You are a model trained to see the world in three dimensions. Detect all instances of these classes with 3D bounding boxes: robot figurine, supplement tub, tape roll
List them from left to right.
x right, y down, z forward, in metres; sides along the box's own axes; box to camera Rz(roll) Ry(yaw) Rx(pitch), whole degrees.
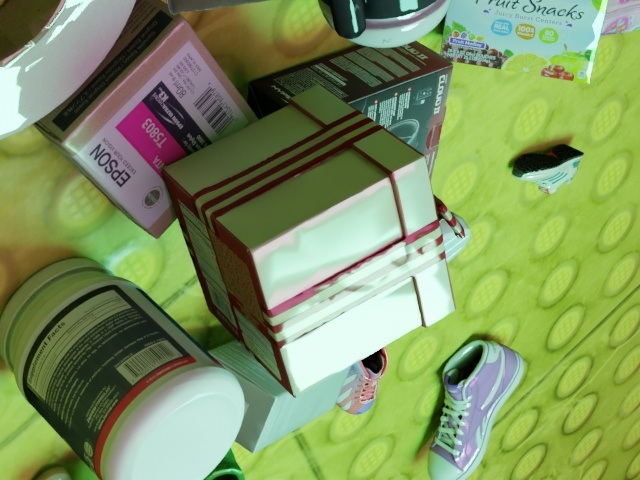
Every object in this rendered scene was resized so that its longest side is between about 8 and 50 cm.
[{"bbox_3d":[-0.334,-0.263,1.347,0.392,0.072,0.392,-30,140,-28],"label":"tape roll"},{"bbox_3d":[-0.238,0.162,1.678,0.191,0.272,0.191,-30,141,-28],"label":"supplement tub"},{"bbox_3d":[0.065,-0.353,1.643,0.209,0.173,0.278,-27,141,-15],"label":"robot figurine"}]

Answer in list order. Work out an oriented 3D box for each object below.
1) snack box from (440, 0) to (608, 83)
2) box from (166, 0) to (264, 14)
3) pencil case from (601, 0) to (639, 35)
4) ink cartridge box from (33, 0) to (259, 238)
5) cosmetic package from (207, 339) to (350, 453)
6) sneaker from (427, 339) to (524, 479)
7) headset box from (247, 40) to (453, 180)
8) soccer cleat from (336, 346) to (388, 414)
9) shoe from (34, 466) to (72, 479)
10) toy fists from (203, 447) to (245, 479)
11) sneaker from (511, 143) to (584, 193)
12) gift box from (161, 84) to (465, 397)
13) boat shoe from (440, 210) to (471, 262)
[{"bbox_3d":[0.273,-0.312,1.899,0.070,0.207,0.174,-75,174,-50],"label":"snack box"},{"bbox_3d":[-0.066,-0.349,1.414,0.203,0.168,0.167,-8,136,0],"label":"box"},{"bbox_3d":[0.411,-0.351,2.094,0.284,0.124,0.124,-18,134,-41],"label":"pencil case"},{"bbox_3d":[-0.194,-0.138,1.614,0.193,0.088,0.234,-48,147,-6],"label":"ink cartridge box"},{"bbox_3d":[-0.067,0.198,2.002,0.238,0.127,0.107,-25,141,-59],"label":"cosmetic package"},{"bbox_3d":[0.241,0.301,2.543,0.161,0.102,0.282,22,93,-52],"label":"sneaker"},{"bbox_3d":[0.043,-0.133,1.874,0.293,0.110,0.218,-24,138,-34],"label":"headset box"},{"bbox_3d":[0.065,0.206,2.237,0.083,0.095,0.248,-33,142,-25],"label":"soccer cleat"},{"bbox_3d":[-0.371,0.403,1.943,0.077,0.058,0.219,-12,130,-44],"label":"shoe"},{"bbox_3d":[-0.209,0.381,2.045,0.096,0.142,0.279,8,116,-33],"label":"toy fists"},{"bbox_3d":[0.368,-0.105,2.331,0.161,0.057,0.075,-19,130,-43],"label":"sneaker"},{"bbox_3d":[0.000,0.000,1.647,0.258,0.255,0.276,-29,134,-17],"label":"gift box"},{"bbox_3d":[0.036,0.029,1.941,0.335,0.119,0.121,-26,153,1],"label":"boat shoe"}]
